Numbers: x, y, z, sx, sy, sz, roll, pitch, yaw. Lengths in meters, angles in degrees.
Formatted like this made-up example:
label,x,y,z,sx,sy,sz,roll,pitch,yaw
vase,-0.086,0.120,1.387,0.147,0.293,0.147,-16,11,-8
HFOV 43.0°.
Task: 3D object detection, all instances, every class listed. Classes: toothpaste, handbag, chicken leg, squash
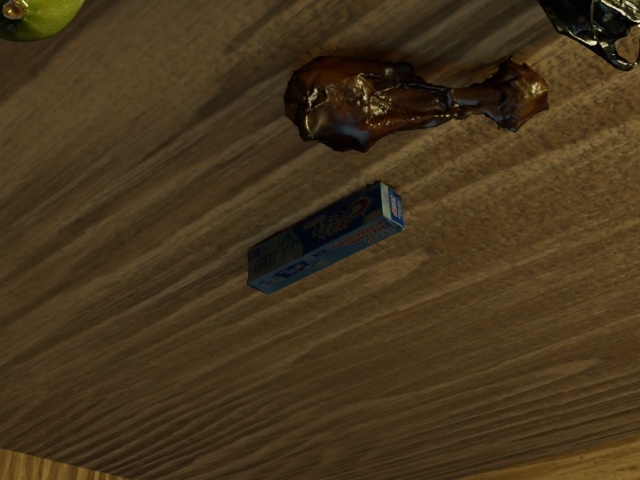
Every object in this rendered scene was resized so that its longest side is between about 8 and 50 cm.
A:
label,x,y,z,sx,sy,sz,roll,pitch,yaw
toothpaste,0.000,0.000,1.203,0.272,0.066,0.053,-27,139,34
handbag,0.280,-0.217,0.801,0.115,0.139,0.072,19,135,-27
chicken leg,0.110,-0.155,0.928,0.304,0.113,0.093,-1,169,-5
squash,-0.252,-0.244,0.708,0.123,0.187,0.123,-4,143,-3
